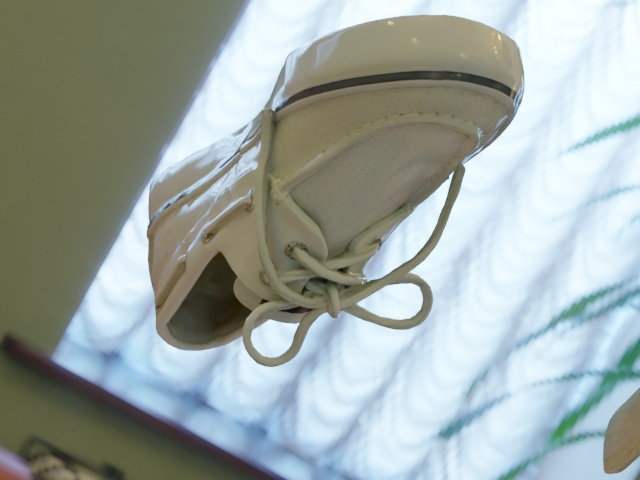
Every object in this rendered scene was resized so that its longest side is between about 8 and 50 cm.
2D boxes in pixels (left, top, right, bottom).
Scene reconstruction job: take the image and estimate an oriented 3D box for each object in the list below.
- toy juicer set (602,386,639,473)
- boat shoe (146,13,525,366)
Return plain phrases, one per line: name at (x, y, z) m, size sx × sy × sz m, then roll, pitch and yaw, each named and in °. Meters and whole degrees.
toy juicer set at (0.236, -0.032, 0.868) m, size 0.089 × 0.329 × 0.209 m, roll 14°, pitch -7°, yaw -5°
boat shoe at (-0.008, -0.001, 1.004) m, size 0.136 × 0.156 × 0.367 m, roll 15°, pitch -24°, yaw -30°
